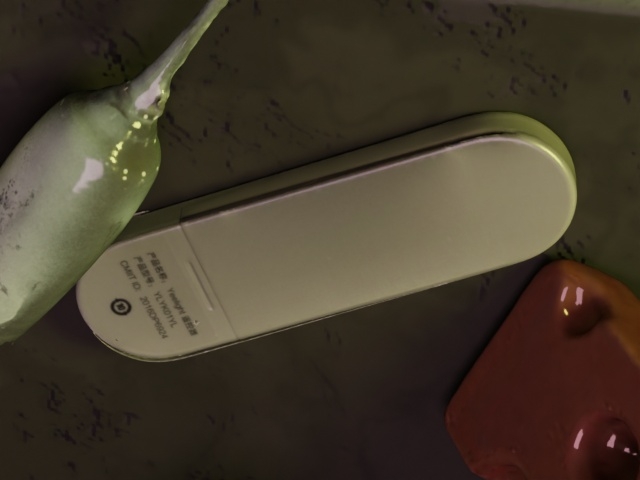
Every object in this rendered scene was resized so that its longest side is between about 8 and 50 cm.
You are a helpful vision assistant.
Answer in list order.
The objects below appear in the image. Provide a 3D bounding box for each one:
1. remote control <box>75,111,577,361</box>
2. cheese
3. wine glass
[{"bbox_3d":[0.000,0.000,0.889,0.245,0.022,0.077,-16,121,14],"label":"remote control"},{"bbox_3d":[0.193,0.119,0.918,0.177,0.203,0.128,4,128,-39],"label":"cheese"},{"bbox_3d":[-0.091,-0.046,0.832,0.074,0.074,0.262,31,122,-18],"label":"wine glass"}]
